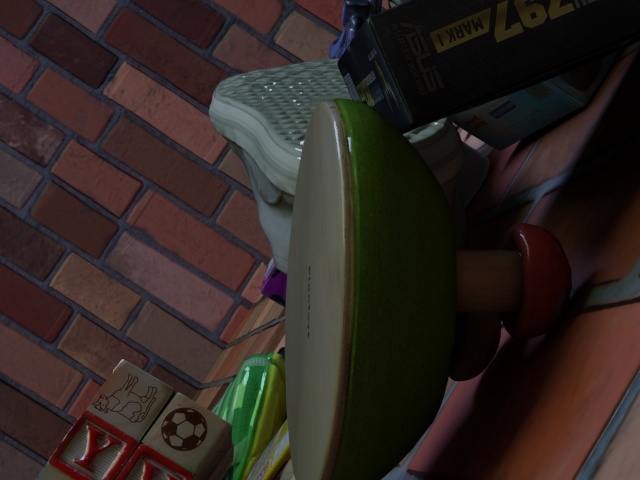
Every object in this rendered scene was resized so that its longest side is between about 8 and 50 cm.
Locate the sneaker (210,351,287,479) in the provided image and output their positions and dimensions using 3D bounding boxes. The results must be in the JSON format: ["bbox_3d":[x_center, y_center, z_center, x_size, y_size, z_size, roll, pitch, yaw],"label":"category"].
[{"bbox_3d":[-0.125,0.209,1.290,0.295,0.123,0.109,-55,3,17],"label":"sneaker"}]

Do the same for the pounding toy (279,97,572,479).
[{"bbox_3d":[0.047,0.055,0.716,0.183,0.110,0.236,-116,29,-74],"label":"pounding toy"}]

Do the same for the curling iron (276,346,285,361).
[{"bbox_3d":[-0.018,0.115,1.400,0.068,0.035,0.274,-62,3,-10],"label":"curling iron"}]

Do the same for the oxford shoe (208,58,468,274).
[{"bbox_3d":[0.013,-0.056,1.135,0.449,0.169,0.130,-115,14,-72],"label":"oxford shoe"}]

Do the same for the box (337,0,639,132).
[{"bbox_3d":[0.108,-0.111,0.791,0.183,0.059,0.233,-24,3,-3],"label":"box"}]

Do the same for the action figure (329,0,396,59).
[{"bbox_3d":[0.115,-0.273,1.838,0.330,0.179,0.341,-62,-19,-51],"label":"action figure"}]

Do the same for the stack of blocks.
[{"bbox_3d":[-0.143,0.225,1.108,0.171,0.087,0.297,-56,-12,-24],"label":"stack of blocks"}]

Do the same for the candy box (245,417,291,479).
[{"bbox_3d":[-0.007,0.133,1.129,0.206,0.027,0.105,-56,6,16],"label":"candy box"}]

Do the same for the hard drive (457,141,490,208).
[{"bbox_3d":[0.061,-0.002,1.320,0.203,0.040,0.307,-56,3,6],"label":"hard drive"}]

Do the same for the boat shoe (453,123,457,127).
[{"bbox_3d":[0.170,-0.216,1.413,0.254,0.079,0.095,-55,4,27],"label":"boat shoe"}]

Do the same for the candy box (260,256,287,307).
[{"bbox_3d":[0.000,0.000,1.897,0.159,0.071,0.233,-57,4,6],"label":"candy box"}]

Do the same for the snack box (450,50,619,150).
[{"bbox_3d":[0.208,-0.219,1.060,0.322,0.060,0.187,-57,5,-10],"label":"snack box"}]

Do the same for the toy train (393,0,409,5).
[{"bbox_3d":[0.153,-0.290,0.987,0.334,0.142,0.190,-58,17,-13],"label":"toy train"}]
